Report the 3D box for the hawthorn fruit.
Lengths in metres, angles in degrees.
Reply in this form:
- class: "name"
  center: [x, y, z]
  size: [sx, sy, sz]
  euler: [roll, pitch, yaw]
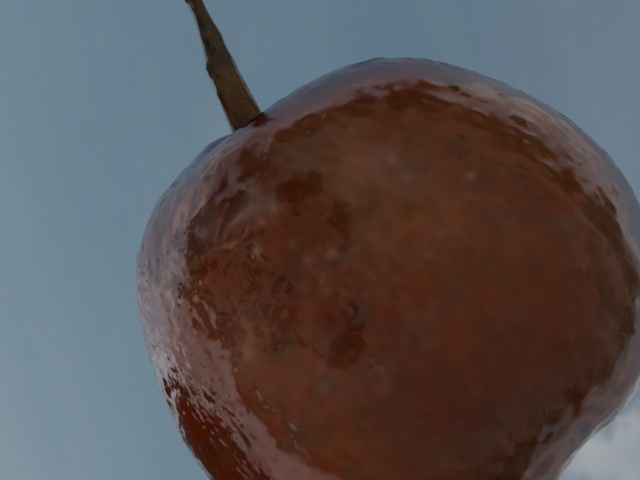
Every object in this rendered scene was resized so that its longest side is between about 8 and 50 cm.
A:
- class: "hawthorn fruit"
  center: [0.020, 0.035, 0.580]
  size: [0.263, 0.231, 0.235]
  euler: [12, -146, -4]
